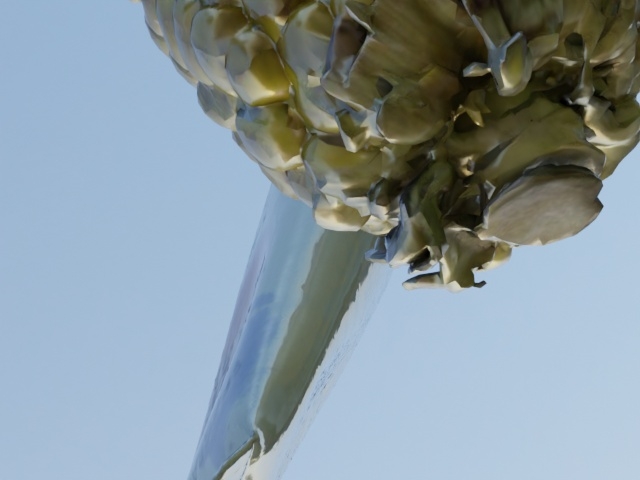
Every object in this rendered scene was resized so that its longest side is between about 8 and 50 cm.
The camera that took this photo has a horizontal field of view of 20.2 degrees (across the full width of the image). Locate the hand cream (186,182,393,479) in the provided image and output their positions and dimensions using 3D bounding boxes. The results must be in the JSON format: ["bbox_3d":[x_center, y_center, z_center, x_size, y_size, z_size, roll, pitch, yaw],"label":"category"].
[{"bbox_3d":[0.000,0.000,0.642,0.340,0.078,0.124,-65,-2,-48],"label":"hand cream"}]

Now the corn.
[{"bbox_3d":[-0.026,-0.115,0.453,0.115,0.318,0.115,-24,-35,-19],"label":"corn"}]
